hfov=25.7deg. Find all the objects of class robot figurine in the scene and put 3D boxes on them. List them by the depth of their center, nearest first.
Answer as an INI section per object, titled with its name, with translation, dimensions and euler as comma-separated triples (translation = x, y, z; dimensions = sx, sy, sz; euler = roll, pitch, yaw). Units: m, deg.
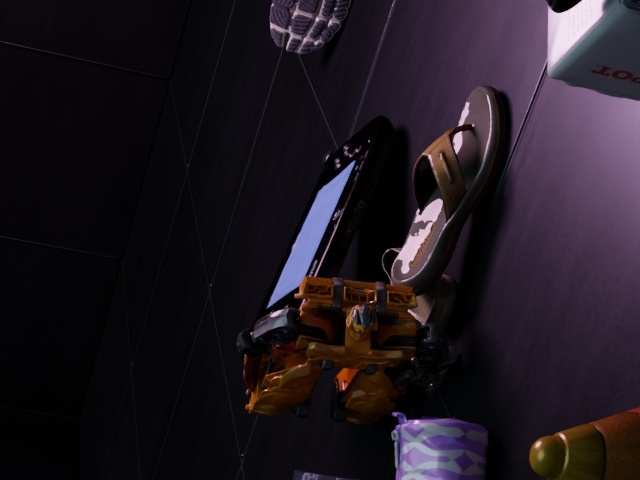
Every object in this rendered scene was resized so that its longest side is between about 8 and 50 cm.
[robot figurine]
translation = 0.014, 0.113, 1.394
dimensions = 0.291, 0.211, 0.085
euler = 115, 160, -64

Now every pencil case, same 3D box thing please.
[pencil case]
translation = 0.095, 0.250, 1.220
dimensions = 0.086, 0.088, 0.206
euler = 141, 137, -69

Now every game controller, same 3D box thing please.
[game controller]
translation = 0.000, 0.000, 1.613
dimensions = 0.319, 0.067, 0.166
euler = -67, 7, -29

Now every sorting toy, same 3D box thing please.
[sorting toy]
translation = 0.150, 0.208, 0.994
dimensions = 0.365, 0.126, 0.127
euler = 124, 152, -52

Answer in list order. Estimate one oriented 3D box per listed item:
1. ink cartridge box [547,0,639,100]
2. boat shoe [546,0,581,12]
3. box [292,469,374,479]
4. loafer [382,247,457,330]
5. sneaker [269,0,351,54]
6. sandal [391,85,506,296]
[ink cartridge box]
translation = 0.256, -0.167, 0.792
dimensions = 0.237, 0.172, 0.100
euler = 132, 145, -61
[boat shoe]
translation = 0.156, -0.159, 0.745
dimensions = 0.040, 0.049, 0.142
euler = 65, 159, -2
[box]
translation = 0.025, 0.317, 1.411
dimensions = 0.158, 0.093, 0.156
euler = 158, 121, -73
[loafer]
translation = 0.096, 0.048, 1.416
dimensions = 0.148, 0.050, 0.056
euler = -124, 47, -68
[sneaker]
translation = 0.011, -0.391, 1.971
dimensions = 0.110, 0.107, 0.275
euler = -66, -2, -71
[sandal]
translation = 0.115, -0.053, 1.359
dimensions = 0.219, 0.060, 0.090
euler = -63, 23, 2
